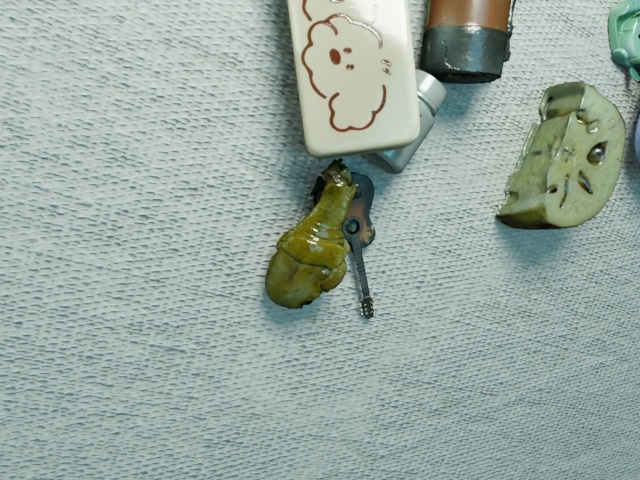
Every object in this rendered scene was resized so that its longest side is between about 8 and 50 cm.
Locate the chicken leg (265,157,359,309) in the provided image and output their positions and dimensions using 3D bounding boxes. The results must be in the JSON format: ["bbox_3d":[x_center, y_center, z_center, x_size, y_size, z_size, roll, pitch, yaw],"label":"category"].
[{"bbox_3d":[0.000,0.000,0.657,0.103,0.088,0.228,26,106,-7],"label":"chicken leg"}]

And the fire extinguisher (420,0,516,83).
[{"bbox_3d":[0.228,-0.411,0.662,0.200,0.113,0.376,-11,109,-48],"label":"fire extinguisher"}]

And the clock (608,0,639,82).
[{"bbox_3d":[0.540,-0.338,0.816,0.101,0.041,0.135,-21,108,-15],"label":"clock"}]

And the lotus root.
[{"bbox_3d":[0.385,-0.121,0.767,0.138,0.119,0.235,13,96,-17],"label":"lotus root"}]

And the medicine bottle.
[{"bbox_3d":[0.114,-0.166,0.679,0.080,0.080,0.130,34,88,-23],"label":"medicine bottle"}]

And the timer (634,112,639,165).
[{"bbox_3d":[0.734,-0.265,0.814,0.395,0.173,0.395,-7,106,-27],"label":"timer"}]

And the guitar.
[{"bbox_3d":[0.053,0.013,0.728,0.088,0.025,0.233,-18,109,-15],"label":"guitar"}]

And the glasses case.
[{"bbox_3d":[0.031,-0.274,0.584,0.144,0.076,0.336,-8,96,0],"label":"glasses case"}]
